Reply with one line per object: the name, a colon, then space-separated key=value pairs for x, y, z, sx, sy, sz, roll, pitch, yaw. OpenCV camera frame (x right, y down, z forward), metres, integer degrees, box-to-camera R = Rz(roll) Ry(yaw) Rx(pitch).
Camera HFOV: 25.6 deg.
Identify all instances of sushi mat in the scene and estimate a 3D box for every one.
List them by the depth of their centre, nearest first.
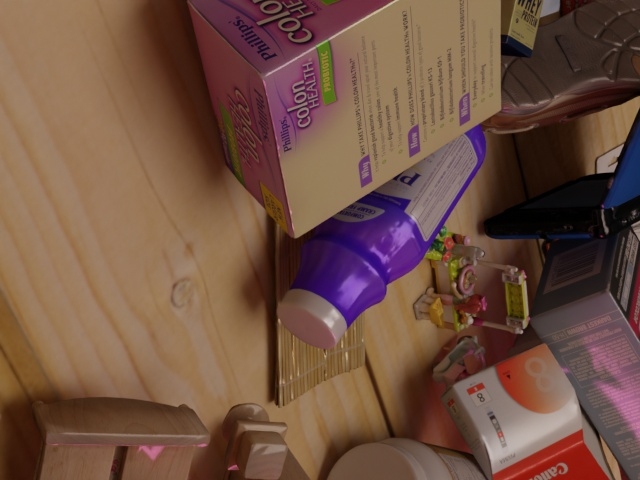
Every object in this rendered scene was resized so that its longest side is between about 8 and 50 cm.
sushi mat: x=0.000 y=0.000 z=1.428 sx=0.151 sy=0.019 sz=0.316 roll=-18 pitch=113 yaw=-49

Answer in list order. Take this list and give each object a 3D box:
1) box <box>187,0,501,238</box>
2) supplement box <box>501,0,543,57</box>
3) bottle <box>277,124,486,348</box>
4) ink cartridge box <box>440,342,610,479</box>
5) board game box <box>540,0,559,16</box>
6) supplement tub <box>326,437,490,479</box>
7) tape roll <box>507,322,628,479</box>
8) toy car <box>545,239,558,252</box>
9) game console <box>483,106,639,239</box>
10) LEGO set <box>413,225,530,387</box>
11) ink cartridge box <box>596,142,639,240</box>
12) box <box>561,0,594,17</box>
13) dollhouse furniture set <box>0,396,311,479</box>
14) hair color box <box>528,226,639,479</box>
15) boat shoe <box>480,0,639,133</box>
box: x=0.030 y=-0.159 z=1.227 sx=0.243 sy=0.117 sz=0.213 roll=-33 pitch=146 yaw=-16
supplement box: x=0.170 y=-0.231 z=1.389 sx=0.056 sy=0.083 sz=0.083 roll=16 pitch=86 yaw=-55
bottle: x=0.056 y=-0.021 z=1.383 sx=0.283 sy=0.118 sz=0.092 roll=-55 pitch=138 yaw=-28
ink cartridge box: x=0.238 y=0.219 z=1.581 sx=0.145 sy=0.179 sz=0.045 roll=-20 pitch=157 yaw=-30
board game box: x=0.140 y=-0.364 z=1.457 sx=0.308 sy=0.086 sz=0.302 roll=-24 pitch=119 yaw=-48
supplement tub: x=0.107 y=0.295 z=1.549 sx=0.200 sy=0.144 sz=0.144 roll=22 pitch=82 yaw=-53
tape roll: x=0.366 y=0.270 z=1.793 sx=0.392 sy=0.072 sz=0.392 roll=37 pitch=41 yaw=-41
toy car: x=0.330 y=0.035 z=1.862 sx=0.060 sy=0.040 sz=0.122 roll=-37 pitch=127 yaw=-42
game console: x=0.361 y=-0.116 z=1.707 sx=0.293 sy=0.250 sz=0.173 roll=-21 pitch=106 yaw=-49
LEGO set: x=0.155 y=0.044 z=1.574 sx=0.132 sy=0.107 sz=0.287 roll=-56 pitch=139 yaw=-28
ink cartridge box: x=0.433 y=-0.038 z=1.963 sx=0.104 sy=0.060 sz=0.180 roll=-27 pitch=120 yaw=-46
box: x=0.393 y=-0.348 z=1.745 sx=0.142 sy=0.154 sz=0.300 roll=-39 pitch=130 yaw=-41
dollhouse furniture set: x=-0.186 y=0.262 z=1.240 sx=0.356 sy=0.174 sz=0.303 roll=6 pitch=109 yaw=-25
hair color box: x=0.406 y=0.176 z=1.738 sx=0.374 sy=0.114 sz=0.185 roll=56 pitch=31 yaw=-18
boat shoe: x=0.295 y=-0.199 z=1.628 sx=0.324 sy=0.116 sz=0.123 roll=-12 pitch=72 yaw=-22
